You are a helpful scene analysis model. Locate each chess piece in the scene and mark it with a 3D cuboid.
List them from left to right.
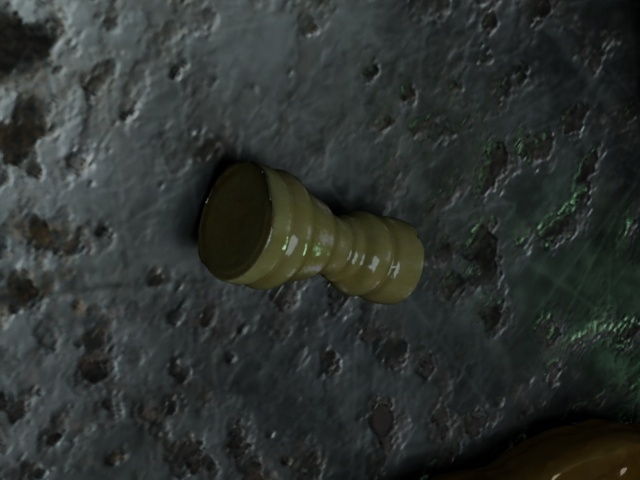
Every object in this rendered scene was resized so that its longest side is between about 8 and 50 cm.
[{"bbox_3d":[0.000,0.000,0.824,0.122,0.066,0.066,13,103,-39],"label":"chess piece"}]

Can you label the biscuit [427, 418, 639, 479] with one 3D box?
[{"bbox_3d":[0.155,0.265,1.029,0.351,0.057,0.312,-20,120,-23],"label":"biscuit"}]
